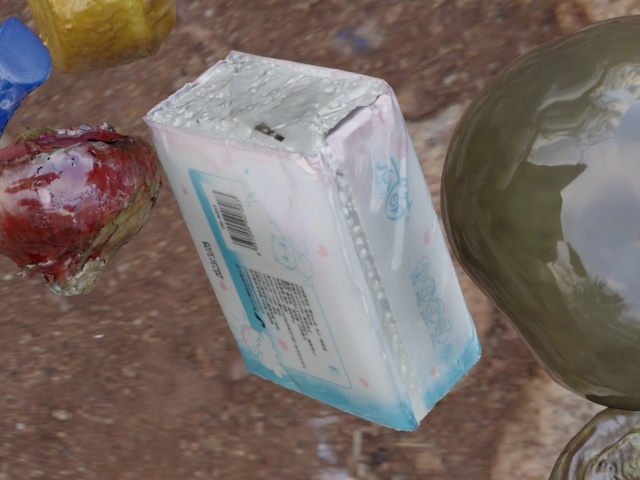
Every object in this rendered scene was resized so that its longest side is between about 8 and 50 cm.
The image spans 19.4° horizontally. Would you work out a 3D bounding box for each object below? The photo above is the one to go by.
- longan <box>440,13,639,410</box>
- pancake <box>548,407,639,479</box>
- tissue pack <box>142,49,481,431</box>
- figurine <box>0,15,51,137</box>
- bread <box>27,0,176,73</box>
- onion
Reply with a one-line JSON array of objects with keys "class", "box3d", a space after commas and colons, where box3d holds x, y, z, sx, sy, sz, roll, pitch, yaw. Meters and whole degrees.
[{"class": "longan", "box3d": [0.282, -0.021, 1.680, 0.361, 0.361, 0.361, 2, 84, -21]}, {"class": "pancake", "box3d": [0.335, 0.284, 1.892, 0.250, 0.031, 0.250, 11, 64, -24]}, {"class": "tissue pack", "box3d": [-0.002, 0.000, 1.463, 0.124, 0.201, 0.271, -46, 131, -32]}, {"class": "figurine", "box3d": [-0.307, -0.070, 1.323, 0.164, 0.262, 0.120, 16, 52, -28]}, {"class": "bread", "box3d": [-0.210, -0.229, 1.760, 0.143, 0.229, 0.139, -15, 88, -10]}, {"class": "onion", "box3d": [-0.222, -0.026, 1.593, 0.184, 0.184, 0.147, -6, 92, -22]}]
